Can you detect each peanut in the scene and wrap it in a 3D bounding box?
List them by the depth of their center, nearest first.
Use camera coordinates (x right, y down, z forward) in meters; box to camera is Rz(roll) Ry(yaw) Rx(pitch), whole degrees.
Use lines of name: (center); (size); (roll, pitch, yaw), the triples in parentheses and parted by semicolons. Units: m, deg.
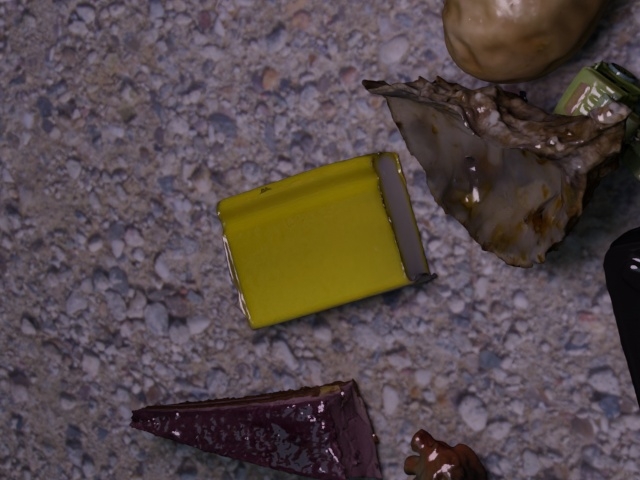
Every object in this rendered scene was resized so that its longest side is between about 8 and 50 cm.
peanut: (0.239, -0.341, 1.864); (0.192, 0.169, 0.387); (32, 105, 25)

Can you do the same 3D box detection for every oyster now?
oyster: (0.194, -0.078, 1.892); (0.396, 0.111, 0.204); (19, 137, 53)

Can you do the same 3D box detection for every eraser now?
eraser: (0.000, 0.000, 2.069); (0.226, 0.069, 0.158); (-18, 89, 26)

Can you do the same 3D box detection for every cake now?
cake: (-0.074, 0.205, 2.103); (0.295, 0.116, 0.113); (5, 94, 23)

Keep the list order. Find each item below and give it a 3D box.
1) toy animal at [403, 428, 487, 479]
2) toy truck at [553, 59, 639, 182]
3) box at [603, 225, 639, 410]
toy animal: (0.148, 0.363, 2.020); (0.157, 0.097, 0.312); (-26, 85, 20)
toy truck: (0.326, -0.102, 1.869); (0.191, 0.116, 0.085); (40, 109, 17)
box: (0.445, 0.106, 1.829); (0.290, 0.073, 0.289); (-8, 107, 27)
